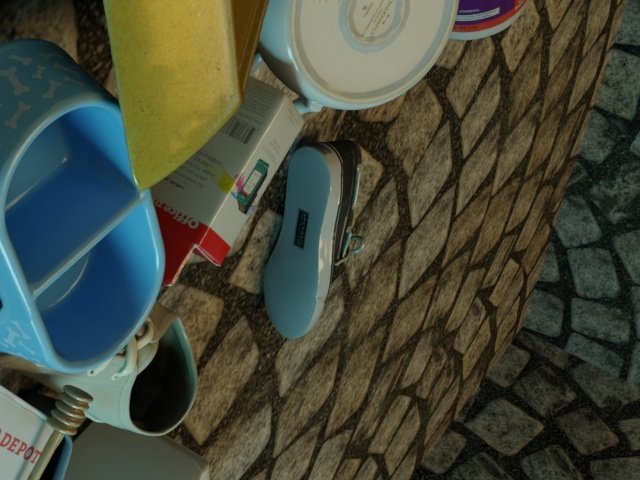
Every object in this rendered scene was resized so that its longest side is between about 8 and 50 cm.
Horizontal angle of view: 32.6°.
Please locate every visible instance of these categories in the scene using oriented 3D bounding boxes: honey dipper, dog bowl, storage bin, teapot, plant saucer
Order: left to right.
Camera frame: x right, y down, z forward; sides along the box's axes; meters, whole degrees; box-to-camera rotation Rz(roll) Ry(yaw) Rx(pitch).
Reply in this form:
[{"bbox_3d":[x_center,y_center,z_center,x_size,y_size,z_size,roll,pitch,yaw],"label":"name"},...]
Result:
[{"bbox_3d":[-0.314,0.228,1.158,0.091,0.098,0.135,-92,-159,-74],"label":"storage bin"},{"bbox_3d":[-0.254,0.207,0.987,0.161,0.030,0.030,-62,159,1],"label":"honey dipper"},{"bbox_3d":[-0.201,-0.011,0.841,0.166,0.074,0.297,-46,150,-31],"label":"dog bowl"},{"bbox_3d":[-0.092,-0.258,0.834,0.333,0.080,0.333,-82,171,-54],"label":"plant saucer"},{"bbox_3d":[0.014,-0.273,1.212,0.256,0.187,0.253,-27,126,-16],"label":"teapot"}]

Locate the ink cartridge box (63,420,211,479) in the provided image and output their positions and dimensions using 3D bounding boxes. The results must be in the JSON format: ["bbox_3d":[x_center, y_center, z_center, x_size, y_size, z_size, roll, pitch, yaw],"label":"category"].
[{"bbox_3d":[-0.273,0.440,1.379,0.285,0.166,0.395,-49,156,-35],"label":"ink cartridge box"}]

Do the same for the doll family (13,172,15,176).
[{"bbox_3d":[-0.256,-0.091,0.865,0.193,0.111,0.076,-44,152,-41],"label":"doll family"}]

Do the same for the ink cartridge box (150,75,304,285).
[{"bbox_3d":[-0.135,-0.068,1.148,0.231,0.134,0.078,-59,159,-8],"label":"ink cartridge box"}]

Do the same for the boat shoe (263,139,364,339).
[{"bbox_3d":[-0.003,-0.002,1.572,0.105,0.113,0.306,-17,122,-44],"label":"boat shoe"}]

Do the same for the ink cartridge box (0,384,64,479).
[{"bbox_3d":[-0.384,0.238,0.925,0.306,0.131,0.226,-59,160,-17],"label":"ink cartridge box"}]

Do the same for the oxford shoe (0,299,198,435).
[{"bbox_3d":[-0.235,0.073,1.041,0.169,0.130,0.449,-65,153,-19],"label":"oxford shoe"}]

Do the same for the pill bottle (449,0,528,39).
[{"bbox_3d":[0.189,-0.422,1.428,0.182,0.181,0.323,-56,158,-18],"label":"pill bottle"}]
